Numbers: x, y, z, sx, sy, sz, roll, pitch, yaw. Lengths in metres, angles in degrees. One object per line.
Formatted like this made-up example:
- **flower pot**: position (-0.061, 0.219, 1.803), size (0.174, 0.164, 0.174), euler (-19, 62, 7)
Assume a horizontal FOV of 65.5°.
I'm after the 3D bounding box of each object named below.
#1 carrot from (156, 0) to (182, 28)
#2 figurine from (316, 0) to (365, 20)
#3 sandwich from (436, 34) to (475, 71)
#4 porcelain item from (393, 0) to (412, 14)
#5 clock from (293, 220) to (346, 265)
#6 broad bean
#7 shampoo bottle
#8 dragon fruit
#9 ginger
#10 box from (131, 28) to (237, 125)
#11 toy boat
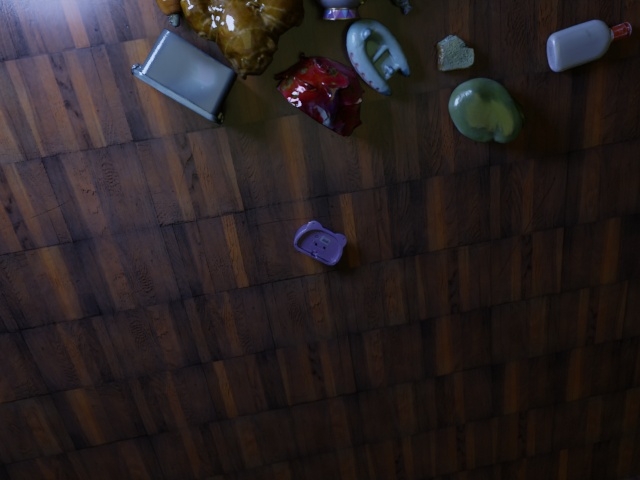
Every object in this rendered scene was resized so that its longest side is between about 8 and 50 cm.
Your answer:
- **carrot**: position (-0.376, -0.677, 1.164), size (0.069, 0.069, 0.336), euler (-9, 111, -4)
- **figurine**: position (0.051, -0.665, 1.177), size (0.189, 0.142, 0.264), euler (13, 119, 24)
- **sandwich**: position (0.368, -0.506, 1.346), size (0.104, 0.036, 0.093), euler (-5, 113, -6)
- **porcelain item**: position (0.201, -0.622, 1.281), size (0.083, 0.028, 0.036), euler (43, 85, -20)
- **clock**: position (0.000, 0.000, 1.505), size (0.152, 0.050, 0.110), euler (27, 107, -18)
- **broad bean**: position (0.470, -0.359, 1.392), size (0.227, 0.100, 0.169), euler (10, 104, -10)
- **shampoo bottle**: position (0.739, -0.547, 1.370), size (0.220, 0.051, 0.108), euler (-18, 112, 1)
- **dragon fruit**: position (0.021, -0.392, 1.300), size (0.274, 0.126, 0.161), euler (29, 107, -18)
- **ginger**: position (-0.167, -0.593, 1.182), size (0.274, 0.152, 0.358), euler (35, 105, -7)
- **box**: position (-0.326, -0.407, 1.238), size (0.243, 0.163, 0.135), euler (28, 98, -17)
- **toy boat**: position (0.153, -0.482, 1.297), size (0.134, 0.079, 0.208), euler (-42, 114, 0)
